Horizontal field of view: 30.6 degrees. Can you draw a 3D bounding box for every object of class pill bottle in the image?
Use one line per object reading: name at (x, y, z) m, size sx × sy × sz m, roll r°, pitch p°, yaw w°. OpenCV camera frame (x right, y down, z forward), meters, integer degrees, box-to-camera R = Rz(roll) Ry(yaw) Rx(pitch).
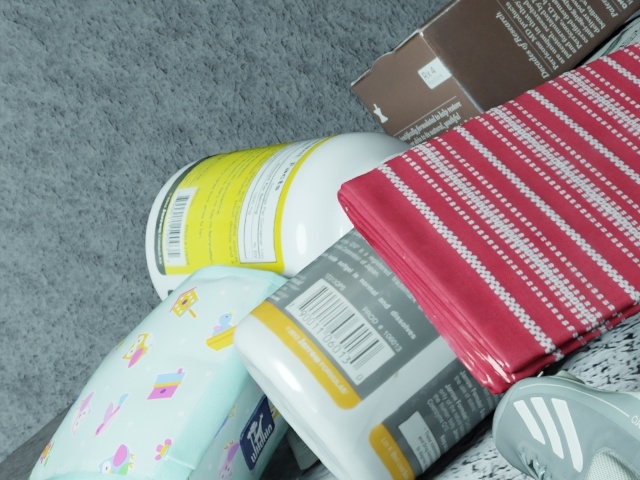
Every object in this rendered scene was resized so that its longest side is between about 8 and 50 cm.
pill bottle at (0.000, 0.000, 1.072) m, size 0.334 × 0.188 × 0.188 m, roll -2°, pitch 33°, yaw 51°
pill bottle at (0.090, 0.039, 0.822) m, size 0.278 × 0.162 × 0.162 m, roll -39°, pitch 7°, yaw -11°

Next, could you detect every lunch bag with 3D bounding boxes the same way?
lunch bag at (-0.115, 0.152, 0.993) m, size 0.223 × 0.160 × 0.262 m, roll -58°, pitch 13°, yaw -30°

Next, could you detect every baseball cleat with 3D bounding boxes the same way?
baseball cleat at (0.121, 0.114, 0.554) m, size 0.109 × 0.072 × 0.206 m, roll -48°, pitch 6°, yaw -21°

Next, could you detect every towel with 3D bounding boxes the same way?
towel at (0.169, -0.030, 0.730) m, size 0.275 × 0.031 × 0.199 m, roll -26°, pitch 46°, yaw -14°

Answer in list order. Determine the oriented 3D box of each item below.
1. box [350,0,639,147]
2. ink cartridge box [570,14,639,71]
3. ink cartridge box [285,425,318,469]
box at (0.233, -0.250, 1.275) m, size 0.381 × 0.143 × 0.191 m, roll -39°, pitch 5°, yaw -21°
ink cartridge box at (0.330, -0.166, 1.192) m, size 0.172 × 0.100 × 0.237 m, roll -42°, pitch 8°, yaw -32°
ink cartridge box at (0.040, 0.121, 1.093) m, size 0.181 × 0.056 × 0.224 m, roll -38°, pitch 25°, yaw 1°
